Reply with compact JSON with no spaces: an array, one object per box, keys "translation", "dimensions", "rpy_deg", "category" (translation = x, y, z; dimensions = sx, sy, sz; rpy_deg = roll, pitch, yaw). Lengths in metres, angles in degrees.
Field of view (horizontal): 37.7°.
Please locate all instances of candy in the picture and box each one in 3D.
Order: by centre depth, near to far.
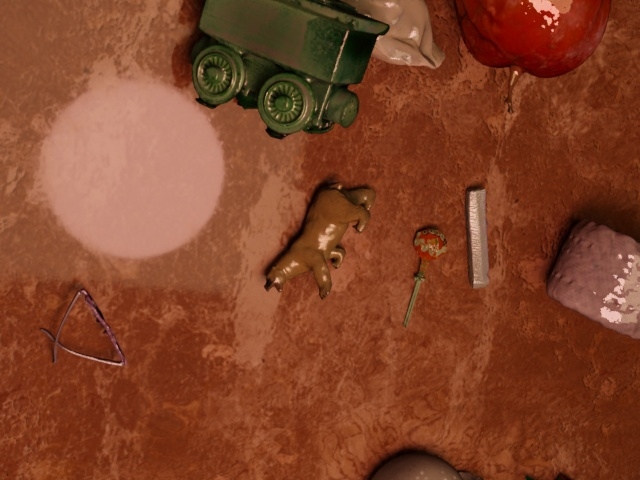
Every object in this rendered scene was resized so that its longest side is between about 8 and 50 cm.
[{"translation":[0.169,0.066,1.601],"dimensions":[0.056,0.049,0.184],"rpy_deg":[18,108,7],"category":"candy"}]

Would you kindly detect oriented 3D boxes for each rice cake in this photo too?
[{"translation":[0.273,-0.004,1.614],"dimensions":[0.042,0.030,0.180],"rpy_deg":[-9,109,-11],"category":"rice cake"}]

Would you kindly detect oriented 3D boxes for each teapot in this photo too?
[{"translation":[0.166,0.468,1.669],"dimensions":[0.294,0.129,0.193],"rpy_deg":[-9,108,-19],"category":"teapot"}]

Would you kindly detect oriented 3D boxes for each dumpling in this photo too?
[{"translation":[0.097,-0.320,1.400],"dimensions":[0.229,0.151,0.124],"rpy_deg":[26,131,-20],"category":"dumpling"}]

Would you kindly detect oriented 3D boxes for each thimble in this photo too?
[{"translation":[0.523,0.068,1.622],"dimensions":[0.246,0.217,0.157],"rpy_deg":[19,100,-30],"category":"thimble"}]

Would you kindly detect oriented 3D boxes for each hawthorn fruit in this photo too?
[{"translation":[0.316,-0.330,1.433],"dimensions":[0.242,0.242,0.271],"rpy_deg":[-2,109,-19],"category":"hawthorn fruit"}]

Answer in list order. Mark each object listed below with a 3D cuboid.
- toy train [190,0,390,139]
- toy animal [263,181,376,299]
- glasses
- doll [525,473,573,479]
[{"translation":[-0.056,-0.258,1.317],"dimensions":[0.266,0.145,0.201],"rpy_deg":[25,107,19],"category":"toy train"},{"translation":[0.000,0.000,1.499],"dimensions":[0.101,0.103,0.218],"rpy_deg":[28,98,-5],"category":"toy animal"},{"translation":[-0.369,0.151,1.423],"dimensions":[0.104,0.062,0.140],"rpy_deg":[-27,112,-9],"category":"glasses"},{"translation":[0.450,0.541,1.797],"dimensions":[0.134,0.106,0.186],"rpy_deg":[0,106,-13],"category":"doll"}]
